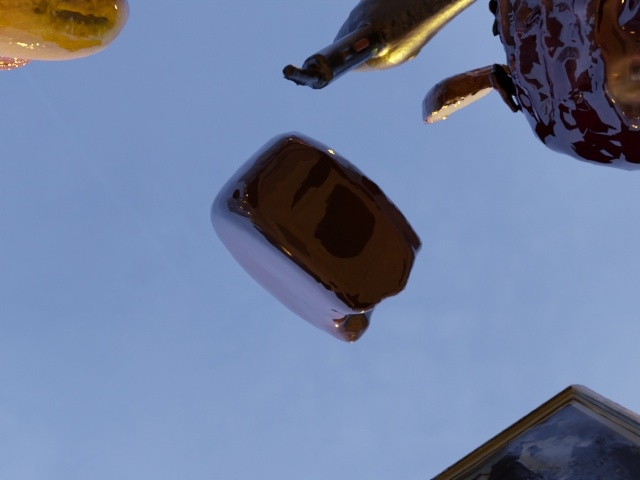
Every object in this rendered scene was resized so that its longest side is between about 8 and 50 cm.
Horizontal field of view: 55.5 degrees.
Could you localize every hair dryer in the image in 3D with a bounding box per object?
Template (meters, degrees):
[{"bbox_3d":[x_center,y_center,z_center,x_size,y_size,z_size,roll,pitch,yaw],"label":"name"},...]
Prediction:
[{"bbox_3d":[0.058,-0.211,0.645,0.271,0.236,0.091,-46,-70,-38],"label":"hair dryer"}]

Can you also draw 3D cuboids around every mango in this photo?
[{"bbox_3d":[-0.317,-0.265,0.583,0.317,0.119,0.176,12,-109,-54],"label":"mango"}]

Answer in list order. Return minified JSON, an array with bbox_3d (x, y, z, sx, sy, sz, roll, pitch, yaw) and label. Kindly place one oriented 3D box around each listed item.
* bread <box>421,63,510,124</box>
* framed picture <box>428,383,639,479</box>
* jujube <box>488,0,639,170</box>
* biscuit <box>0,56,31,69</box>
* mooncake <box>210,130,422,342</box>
[{"bbox_3d":[0.193,-0.205,0.836,0.126,0.129,0.044,-24,-92,1],"label":"bread"},{"bbox_3d":[0.168,0.231,0.514,0.296,0.232,0.019,-31,-80,-8],"label":"framed picture"},{"bbox_3d":[0.229,-0.236,0.363,0.259,0.258,0.376,-17,-56,-26],"label":"jujube"},{"bbox_3d":[-0.421,-0.253,0.807,0.078,0.091,0.015,-20,-93,7],"label":"biscuit"},{"bbox_3d":[0.000,0.000,0.852,0.174,0.334,0.325,-49,-42,-18],"label":"mooncake"}]
